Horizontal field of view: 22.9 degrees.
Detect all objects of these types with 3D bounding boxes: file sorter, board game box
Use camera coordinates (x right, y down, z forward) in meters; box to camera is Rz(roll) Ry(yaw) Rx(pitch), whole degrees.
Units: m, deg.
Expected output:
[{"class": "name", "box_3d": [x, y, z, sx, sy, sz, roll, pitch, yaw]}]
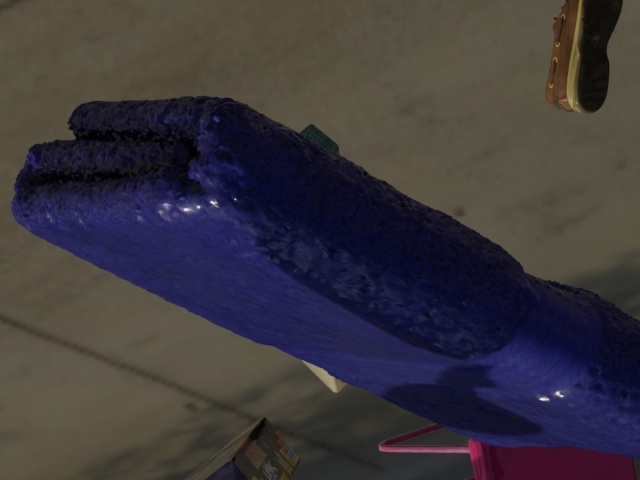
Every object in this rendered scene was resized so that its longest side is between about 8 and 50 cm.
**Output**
[{"class": "file sorter", "box_3d": [0.197, 0.319, 1.593, 0.202, 0.291, 0.182, -12, -178, -39]}, {"class": "board game box", "box_3d": [-0.102, 0.209, 1.141, 0.170, 0.048, 0.141, -40, 179, 9]}]

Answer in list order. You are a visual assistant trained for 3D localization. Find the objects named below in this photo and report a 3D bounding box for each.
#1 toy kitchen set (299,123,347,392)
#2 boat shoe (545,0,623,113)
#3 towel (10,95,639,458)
[{"class": "toy kitchen set", "box_3d": [0.000, 0.000, 1.473, 0.166, 0.207, 0.122, -40, 155, -16]}, {"class": "boat shoe", "box_3d": [0.262, -0.218, 1.603, 0.064, 0.178, 0.060, 9, 180, -44]}, {"class": "towel", "box_3d": [0.030, 0.018, 0.724, 0.308, 0.076, 0.227, 27, 165, -28]}]
